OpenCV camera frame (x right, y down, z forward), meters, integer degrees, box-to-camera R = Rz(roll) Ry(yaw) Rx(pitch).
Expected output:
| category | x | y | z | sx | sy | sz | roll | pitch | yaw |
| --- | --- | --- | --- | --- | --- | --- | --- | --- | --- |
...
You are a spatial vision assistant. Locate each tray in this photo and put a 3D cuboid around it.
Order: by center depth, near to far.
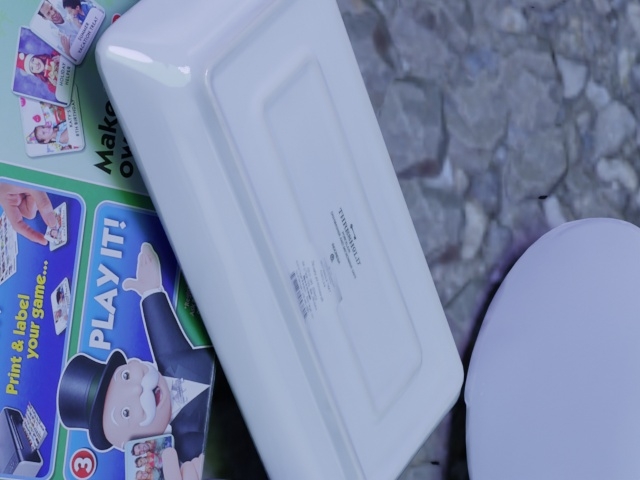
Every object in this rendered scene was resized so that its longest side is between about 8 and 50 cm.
| category | x | y | z | sx | sy | sz | roll | pitch | yaw |
| --- | --- | --- | --- | --- | --- | --- | --- | --- | --- |
| tray | 0.000 | 0.000 | 0.827 | 0.145 | 0.030 | 0.270 | -47 | 127 | -42 |

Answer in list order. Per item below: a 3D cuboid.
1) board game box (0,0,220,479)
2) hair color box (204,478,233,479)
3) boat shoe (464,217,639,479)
| category | x | y | z | sx | sy | sz | roll | pitch | yaw |
| --- | --- | --- | --- | --- | --- | --- | --- | --- | --- |
| board game box | -0.124 | -0.056 | 0.758 | 0.213 | 0.046 | 0.317 | 13 | 79 | -39 |
| hair color box | 0.004 | 0.306 | 0.806 | 0.185 | 0.113 | 0.374 | -39 | 113 | -35 |
| boat shoe | 0.132 | 0.142 | 0.937 | 0.102 | 0.108 | 0.301 | 50 | 38 | -65 |
